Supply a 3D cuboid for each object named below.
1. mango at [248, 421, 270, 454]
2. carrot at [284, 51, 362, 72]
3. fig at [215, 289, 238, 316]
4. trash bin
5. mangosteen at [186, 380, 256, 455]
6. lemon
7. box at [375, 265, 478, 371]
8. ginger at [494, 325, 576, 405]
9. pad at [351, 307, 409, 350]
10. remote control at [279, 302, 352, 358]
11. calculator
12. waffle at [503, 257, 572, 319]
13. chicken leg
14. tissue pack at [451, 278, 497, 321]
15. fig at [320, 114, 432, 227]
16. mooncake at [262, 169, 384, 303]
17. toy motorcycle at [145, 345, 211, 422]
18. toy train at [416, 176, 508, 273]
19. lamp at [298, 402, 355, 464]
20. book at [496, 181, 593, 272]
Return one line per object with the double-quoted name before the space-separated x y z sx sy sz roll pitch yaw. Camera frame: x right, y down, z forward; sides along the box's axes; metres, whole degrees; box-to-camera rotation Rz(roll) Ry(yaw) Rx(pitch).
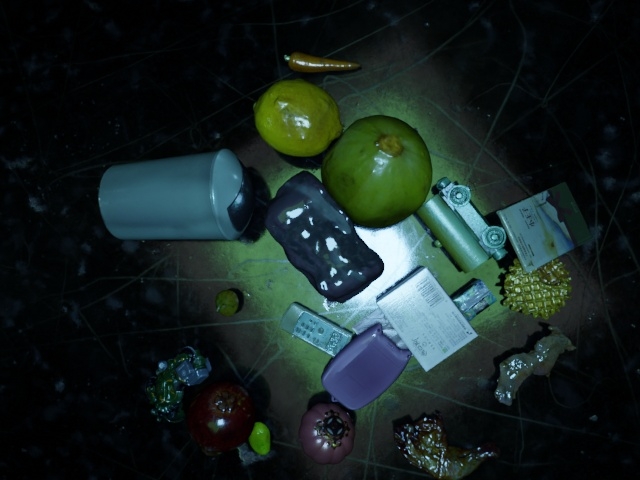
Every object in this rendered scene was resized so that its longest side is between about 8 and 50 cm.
"mango" -0.196 0.645 1.437 0.074 0.056 0.108 -19 89 11
"carrot" 0.007 -0.577 1.453 0.257 0.061 0.061 7 89 -3
"fig" -0.309 0.201 1.440 0.082 0.098 0.084 28 80 8
"trash bin" -0.422 -0.132 1.376 0.433 0.280 0.280 -3 88 9
"mangosteen" -0.318 0.570 1.393 0.215 0.215 0.257 29 126 6
"lemon" -0.068 -0.374 1.364 0.289 0.233 0.233 14 90 5
"box" 0.321 0.235 1.364 0.195 0.111 0.260 -36 87 5
"ginger" 0.640 0.382 1.351 0.290 0.084 0.122 -41 107 0
"pad" 0.200 0.323 1.428 0.113 0.006 0.187 -37 84 5
"remote control" -0.016 0.293 1.436 0.234 0.038 0.098 28 92 5
"calculator" 0.136 0.413 1.395 0.194 0.043 0.294 42 99 -6
"waffle" 0.662 0.137 1.350 0.193 0.070 0.197 18 91 7
"chicken leg" 0.383 0.645 1.368 0.323 0.083 0.177 26 77 9
"tissue pack" 0.474 0.184 1.364 0.111 0.079 0.085 -37 84 4
"fig" 0.171 -0.204 1.278 0.344 0.343 0.342 0 89 6
"mooncake" 0.000 0.000 1.284 0.212 0.350 0.381 -38 84 3
"toy motorcycle" -0.463 0.473 1.430 0.275 0.125 0.187 -43 65 17
"toy train" 0.430 -0.045 1.351 0.190 0.126 0.307 -38 86 3
"lamp" 0.017 0.599 1.370 0.182 0.140 0.181 11 49 -13
"book" 0.672 -0.045 1.317 0.290 0.026 0.201 -23 88 -21
